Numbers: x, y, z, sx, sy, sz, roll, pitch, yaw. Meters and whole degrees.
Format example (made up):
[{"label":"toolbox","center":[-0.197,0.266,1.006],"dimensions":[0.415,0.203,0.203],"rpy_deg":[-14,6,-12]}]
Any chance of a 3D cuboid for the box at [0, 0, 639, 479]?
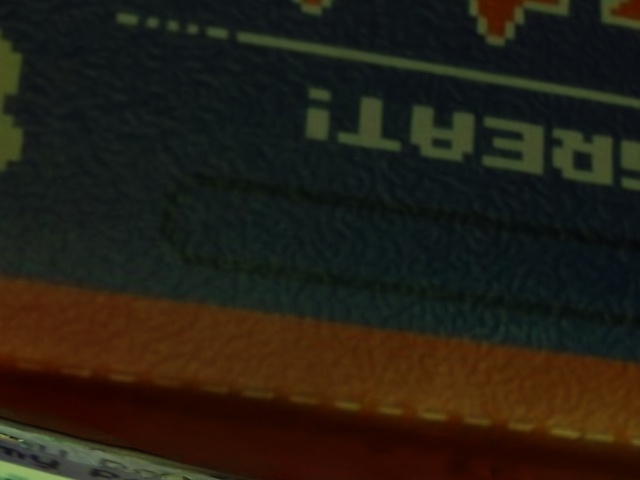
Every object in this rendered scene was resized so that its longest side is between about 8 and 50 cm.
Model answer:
[{"label":"box","center":[0.000,0.000,0.529],"dimensions":[0.349,0.318,0.257],"rpy_deg":[126,152,-64]}]
